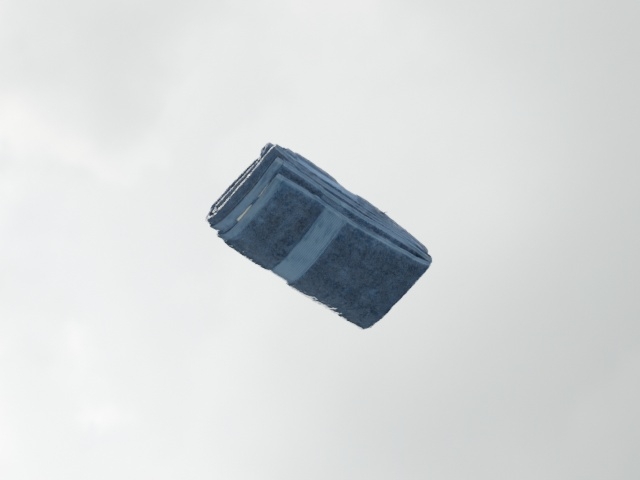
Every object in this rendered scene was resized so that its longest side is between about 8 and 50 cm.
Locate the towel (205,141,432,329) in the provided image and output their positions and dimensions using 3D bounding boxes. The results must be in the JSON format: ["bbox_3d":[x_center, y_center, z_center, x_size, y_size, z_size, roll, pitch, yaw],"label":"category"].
[{"bbox_3d":[0.000,0.000,1.041,0.119,0.029,0.067,33,-70,-23],"label":"towel"}]
